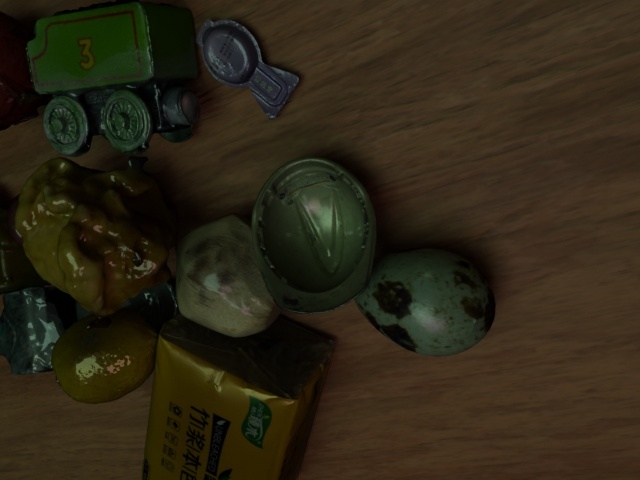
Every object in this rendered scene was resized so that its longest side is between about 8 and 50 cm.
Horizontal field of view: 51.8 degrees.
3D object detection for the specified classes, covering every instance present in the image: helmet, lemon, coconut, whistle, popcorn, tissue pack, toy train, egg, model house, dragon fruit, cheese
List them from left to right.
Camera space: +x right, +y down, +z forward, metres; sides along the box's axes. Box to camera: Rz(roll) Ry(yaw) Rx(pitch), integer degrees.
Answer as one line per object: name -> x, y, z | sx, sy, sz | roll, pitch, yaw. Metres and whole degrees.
model house -> -0.724, -0.002, 1.434 | 0.267, 0.173, 0.239 | -7, 96, -6
dragon fruit -> -0.554, -0.311, 1.222 | 0.224, 0.148, 0.219 | 42, 128, 56
whistle -> -0.489, 0.168, 1.343 | 0.404, 0.188, 0.168 | -11, 86, 23
lemon -> -0.390, 0.210, 1.208 | 0.207, 0.170, 0.170 | -24, 101, -3
popcorn -> -0.376, -0.024, 1.179 | 0.315, 0.297, 0.281 | 35, 105, 35
toy train -> -0.355, -0.276, 1.133 | 0.307, 0.173, 0.249 | 0, 104, 25
coconut -> -0.162, 0.061, 1.162 | 0.224, 0.224, 0.224 | 9, 114, 21
tissue pack -> -0.164, 0.337, 1.263 | 0.293, 0.228, 0.382 | 23, 117, 17
cheese -> -0.128, -0.291, 1.094 | 0.191, 0.042, 0.105 | 42, 122, 2
helmet -> 0.001, 0.005, 1.085 | 0.203, 0.137, 0.258 | -11, 72, 11
egg -> 0.161, 0.093, 1.049 | 0.231, 0.169, 0.169 | 14, 116, 21

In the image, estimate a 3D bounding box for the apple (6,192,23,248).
apple -> -0.555, -0.040, 1.347 | 0.153, 0.120, 0.154 | 8, 117, 16
